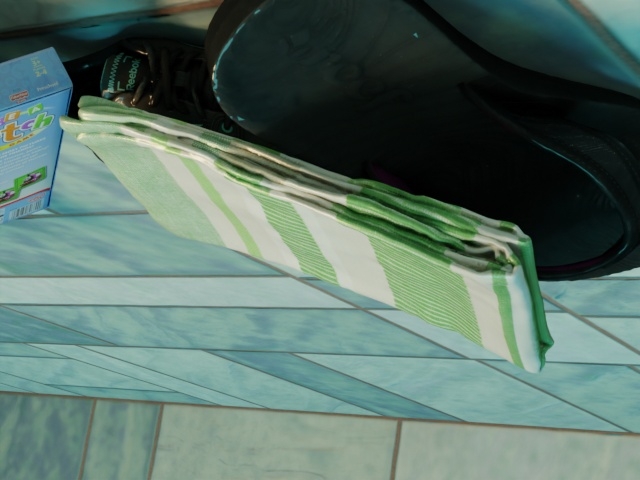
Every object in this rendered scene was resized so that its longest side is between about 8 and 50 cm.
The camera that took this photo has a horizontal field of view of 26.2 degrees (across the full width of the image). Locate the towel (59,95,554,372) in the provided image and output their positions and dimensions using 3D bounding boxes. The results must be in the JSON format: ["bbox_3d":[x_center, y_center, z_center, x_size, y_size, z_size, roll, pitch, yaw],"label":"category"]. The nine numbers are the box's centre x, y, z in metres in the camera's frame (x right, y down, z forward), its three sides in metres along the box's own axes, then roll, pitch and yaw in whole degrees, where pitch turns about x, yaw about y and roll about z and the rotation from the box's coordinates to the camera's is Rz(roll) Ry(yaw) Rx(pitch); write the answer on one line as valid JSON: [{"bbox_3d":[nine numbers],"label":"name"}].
[{"bbox_3d":[0.000,0.000,0.958,0.325,0.038,0.248,18,166,19],"label":"towel"}]

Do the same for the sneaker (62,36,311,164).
[{"bbox_3d":[-0.095,-0.096,1.004,0.267,0.101,0.106,-2,160,35],"label":"sneaker"}]

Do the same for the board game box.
[{"bbox_3d":[-0.266,-0.051,0.987,0.160,0.039,0.211,-22,167,-23],"label":"board game box"}]

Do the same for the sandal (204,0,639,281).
[{"bbox_3d":[0.114,-0.043,0.932,0.445,0.107,0.167,20,126,-36],"label":"sandal"}]
